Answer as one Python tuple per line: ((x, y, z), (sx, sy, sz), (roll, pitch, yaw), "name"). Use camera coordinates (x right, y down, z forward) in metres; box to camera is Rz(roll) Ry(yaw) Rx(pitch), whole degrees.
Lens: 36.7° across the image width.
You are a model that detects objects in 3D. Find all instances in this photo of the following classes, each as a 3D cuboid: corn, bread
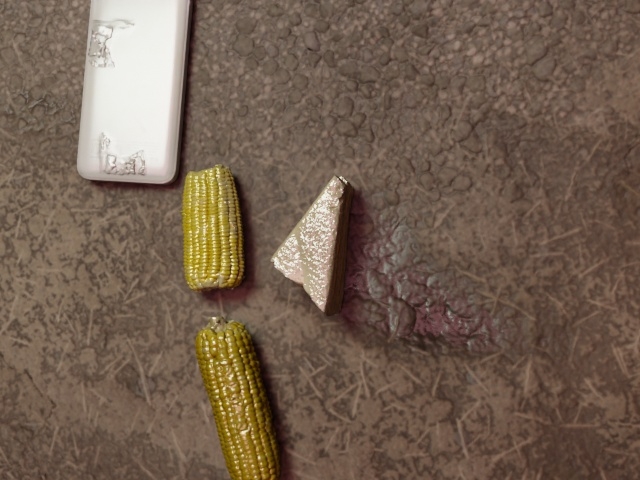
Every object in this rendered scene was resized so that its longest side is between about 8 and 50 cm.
((-0.145, -0.015, 1.288), (0.085, 0.063, 0.165), (-11, 81, 34), "corn")
((0.020, 0.006, 1.245), (0.105, 0.077, 0.152), (39, 96, 15), "bread")
((-0.105, 0.211, 1.255), (0.080, 0.080, 0.238), (-18, 84, 9), "corn")

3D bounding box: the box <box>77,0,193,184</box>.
((-0.256, -0.221, 1.332), (0.142, 0.044, 0.285), (4, 86, 9), "box")
